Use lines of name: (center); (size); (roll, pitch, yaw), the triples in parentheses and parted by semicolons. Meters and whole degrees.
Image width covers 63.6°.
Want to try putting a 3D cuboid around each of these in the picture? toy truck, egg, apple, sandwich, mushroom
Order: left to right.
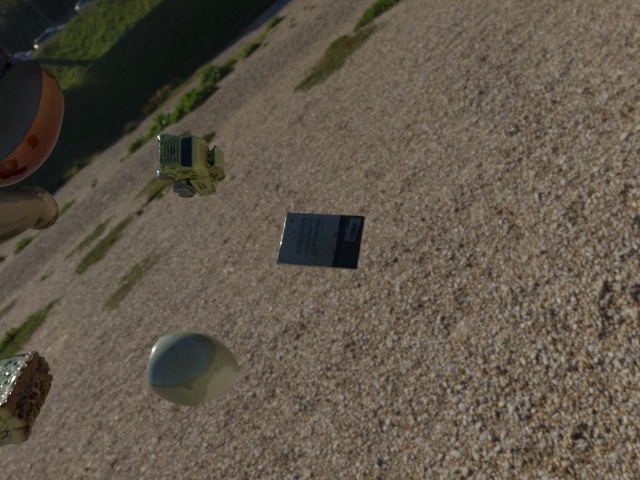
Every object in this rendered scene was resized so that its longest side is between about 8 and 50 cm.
sandwich: (-0.849, 0.411, 1.244); (0.326, 0.131, 0.262); (-14, 22, -11)
mushroom: (-0.778, -0.034, 1.157); (0.154, 0.138, 0.407); (-62, -8, 17)
apple: (-0.862, -0.328, 1.353); (0.295, 0.329, 0.364); (-3, 57, 58)
egg: (-0.482, 0.495, 1.986); (0.278, 0.336, 0.278); (-166, 90, -88)
toy truck: (-0.245, -0.146, 1.030); (0.116, 0.191, 0.085); (-3, 79, 2)

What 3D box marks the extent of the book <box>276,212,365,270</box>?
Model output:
book: (0.000, 0.000, 1.751); (0.290, 0.026, 0.201); (4, 69, 18)
